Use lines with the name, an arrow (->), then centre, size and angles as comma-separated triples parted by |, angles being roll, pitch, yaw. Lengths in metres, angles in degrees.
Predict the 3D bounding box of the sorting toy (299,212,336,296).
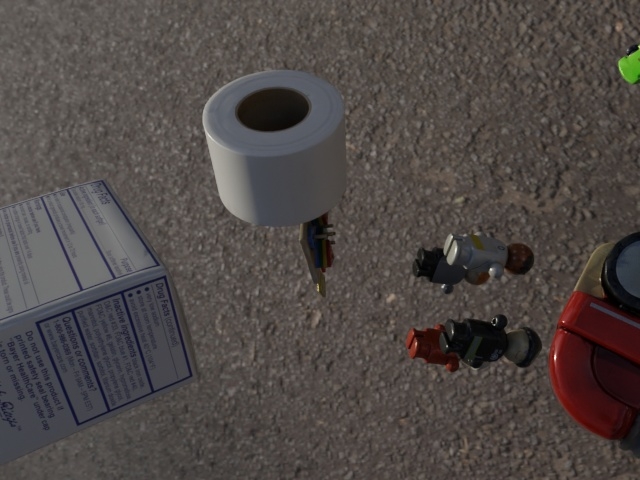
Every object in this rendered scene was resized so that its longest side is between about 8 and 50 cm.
sorting toy -> 0.000, 0.000, 1.357 | 0.046, 0.274, 0.132 | -5, 47, 10

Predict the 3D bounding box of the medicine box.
medicine box -> -0.315, 0.079, 0.719 | 0.263, 0.289, 0.149 | 41, 144, 52

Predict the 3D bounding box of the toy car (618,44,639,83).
toy car -> 0.558, -0.319, 1.022 | 0.225, 0.053, 0.239 | -40, 60, 40

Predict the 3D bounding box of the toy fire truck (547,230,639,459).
toy fire truck -> 0.257, 0.151, 0.497 | 0.217, 0.158, 0.246 | 27, 84, 22

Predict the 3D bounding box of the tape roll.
tape roll -> -0.076, -0.167, 1.216 | 0.246, 0.246, 0.169 | 51, 159, 37

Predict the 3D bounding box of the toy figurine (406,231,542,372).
toy figurine -> 0.237, 0.097, 1.052 | 0.213, 0.148, 0.210 | 134, 143, -70
